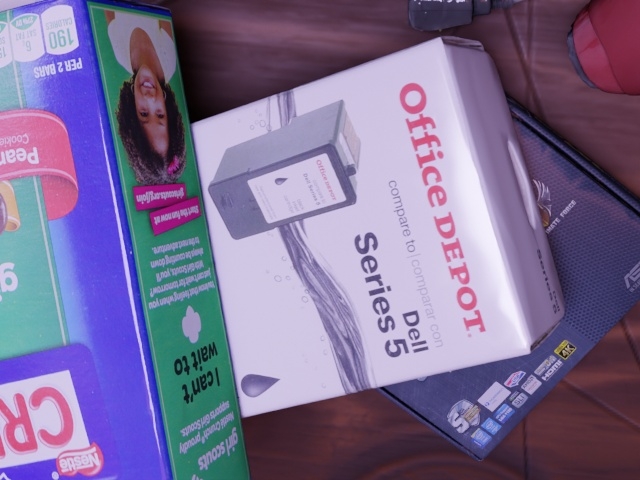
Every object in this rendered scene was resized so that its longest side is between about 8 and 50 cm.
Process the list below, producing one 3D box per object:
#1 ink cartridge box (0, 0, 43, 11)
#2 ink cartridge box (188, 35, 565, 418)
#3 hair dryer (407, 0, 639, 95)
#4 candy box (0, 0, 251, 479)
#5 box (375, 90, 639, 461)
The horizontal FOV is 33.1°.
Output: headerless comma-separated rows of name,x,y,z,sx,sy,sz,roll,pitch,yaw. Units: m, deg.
ink cartridge box,-0.218,-0.163,0.759,0.115,0.067,0.198,-31,104,15
ink cartridge box,0.000,0.000,0.723,0.272,0.114,0.199,-17,90,23
hair dryer,0.182,-0.178,0.644,0.293,0.080,0.224,12,147,11
candy box,-0.204,0.031,0.684,0.268,0.122,0.317,-9,95,22
box,0.122,0.027,0.802,0.183,0.059,0.233,38,108,-7
